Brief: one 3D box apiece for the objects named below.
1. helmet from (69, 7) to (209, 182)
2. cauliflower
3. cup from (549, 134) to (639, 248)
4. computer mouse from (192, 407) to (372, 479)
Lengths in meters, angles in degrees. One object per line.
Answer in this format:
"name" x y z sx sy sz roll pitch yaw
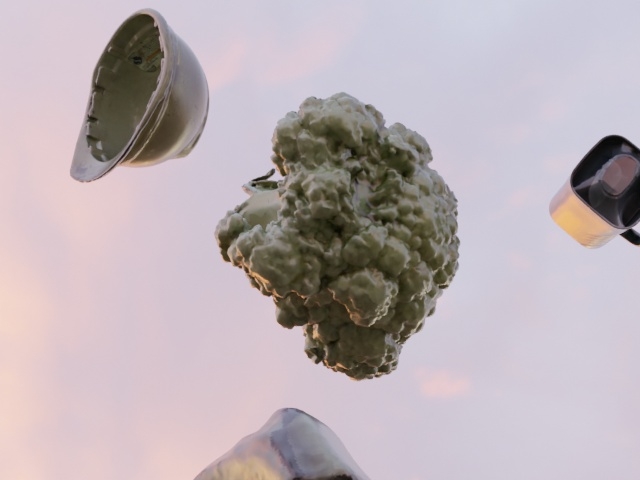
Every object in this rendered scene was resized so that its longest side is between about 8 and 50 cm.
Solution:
"helmet" -0.224 -0.172 1.649 0.137 0.257 0.204 26 -24 -35
"cauliflower" 0.005 0.004 1.314 0.281 0.260 0.326 -7 -77 25
"cup" 0.345 -0.044 1.421 0.128 0.095 0.129 41 -12 6
"computer mouse" 0.014 0.250 0.827 0.146 0.228 0.429 -23 -25 -20
